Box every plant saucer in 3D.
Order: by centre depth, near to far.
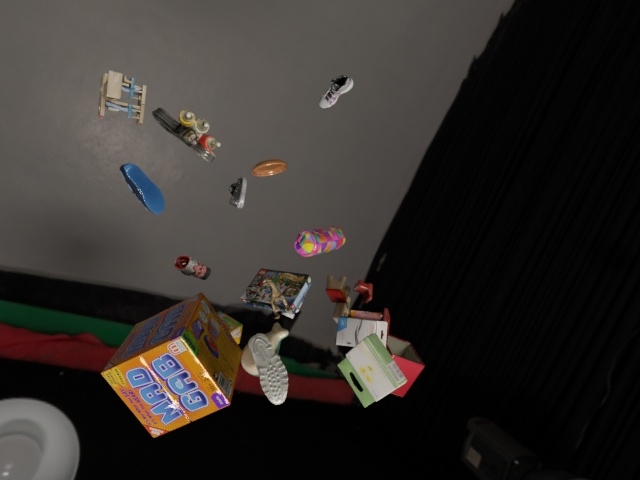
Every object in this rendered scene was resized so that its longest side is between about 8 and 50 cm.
[{"bbox_3d":[-0.276,-0.396,2.267,0.200,0.037,0.200,-13,175,-1],"label":"plant saucer"}]

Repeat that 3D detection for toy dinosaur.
[{"bbox_3d":[-0.112,0.148,1.074,0.183,0.053,0.092,99,148,-63],"label":"toy dinosaur"}]

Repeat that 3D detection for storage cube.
[{"bbox_3d":[0.330,0.577,1.961,0.215,0.193,0.183,23,-164,-20],"label":"storage cube"}]

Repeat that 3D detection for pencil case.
[{"bbox_3d":[0.000,0.000,1.588,0.104,0.104,0.236,26,-162,25],"label":"pencil case"}]

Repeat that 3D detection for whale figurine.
[{"bbox_3d":[-0.259,0.540,2.055,0.216,0.272,0.141,24,156,40],"label":"whale figurine"}]

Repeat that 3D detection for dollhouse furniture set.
[{"bbox_3d":[-0.618,-0.443,1.324,0.129,0.128,0.184,3,-170,-35],"label":"dollhouse furniture set"},{"bbox_3d":[0.155,0.301,1.708,0.201,0.152,0.374,1,146,20],"label":"dollhouse furniture set"}]

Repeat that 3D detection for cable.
[{"bbox_3d":[-0.332,-0.278,1.055,0.287,0.072,0.139,35,168,50],"label":"cable"}]

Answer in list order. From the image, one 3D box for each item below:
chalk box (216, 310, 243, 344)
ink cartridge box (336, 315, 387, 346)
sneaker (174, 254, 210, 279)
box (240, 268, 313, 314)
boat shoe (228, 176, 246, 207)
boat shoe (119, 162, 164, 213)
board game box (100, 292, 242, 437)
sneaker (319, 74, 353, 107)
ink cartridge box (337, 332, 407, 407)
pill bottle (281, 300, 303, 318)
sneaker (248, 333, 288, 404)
[{"bbox_3d":[-0.529,0.462,2.161,0.213,0.132,0.132,24,-155,21],"label":"chalk box"},{"bbox_3d":[0.154,0.343,1.557,0.180,0.104,0.060,3,172,12],"label":"ink cartridge box"},{"bbox_3d":[-0.669,0.119,2.084,0.270,0.090,0.145,10,159,47],"label":"sneaker"},{"bbox_3d":[-0.165,0.187,1.578,0.233,0.159,0.044,4,135,30],"label":"box"},{"bbox_3d":[-0.398,-0.234,1.981,0.076,0.080,0.228,15,-140,-18],"label":"boat shoe"},{"bbox_3d":[-0.777,-0.233,1.840,0.089,0.109,0.258,10,132,38],"label":"boat shoe"},{"bbox_3d":[-0.590,0.507,1.756,0.356,0.356,0.356,62,-172,-18],"label":"board game box"},{"bbox_3d":[0.029,-0.358,0.993,0.038,0.098,0.069,52,-165,7],"label":"sneaker"},{"bbox_3d":[0.142,0.421,1.316,0.056,0.235,0.171,-13,-119,-45],"label":"ink cartridge box"},{"bbox_3d":[-0.145,0.329,2.252,0.094,0.169,0.094,24,168,5],"label":"pill bottle"},{"bbox_3d":[-0.166,0.421,1.368,0.090,0.094,0.235,-15,-121,-16],"label":"sneaker"}]
